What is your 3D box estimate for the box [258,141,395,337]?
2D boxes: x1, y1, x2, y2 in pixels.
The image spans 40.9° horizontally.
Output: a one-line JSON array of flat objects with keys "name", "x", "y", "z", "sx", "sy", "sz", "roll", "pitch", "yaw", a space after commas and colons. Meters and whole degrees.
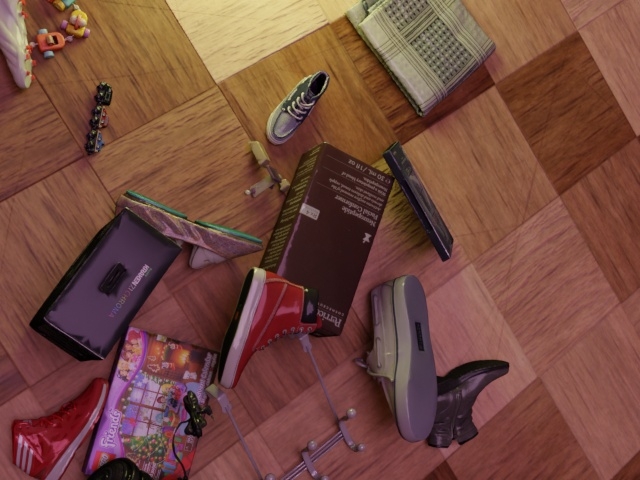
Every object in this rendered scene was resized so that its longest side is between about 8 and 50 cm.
[{"name": "box", "x": 0.000, "y": 0.000, "z": 1.860, "sx": 0.191, "sy": 0.143, "sz": 0.381, "roll": 25, "pitch": 75, "yaw": -18}]

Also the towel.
[{"name": "towel", "x": 0.253, "y": -0.515, "z": 2.093, "sx": 0.312, "sy": 0.056, "sz": 0.324, "roll": -43, "pitch": 99, "yaw": -23}]

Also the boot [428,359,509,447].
[{"name": "boot", "x": 0.341, "y": 0.379, "z": 1.997, "sx": 0.246, "sy": 0.083, "sz": 0.161, "roll": -16, "pitch": 96, "yaw": -19}]

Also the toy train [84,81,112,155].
[{"name": "toy train", "x": -0.452, "y": -0.248, "z": 1.757, "sx": 0.036, "sy": 0.027, "sz": 0.158, "roll": 16, "pitch": 75, "yaw": -32}]

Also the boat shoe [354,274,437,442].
[{"name": "boat shoe", "x": 0.153, "y": 0.264, "z": 1.890, "sx": 0.136, "sy": 0.156, "sz": 0.367, "roll": 19, "pitch": 61, "yaw": -49}]

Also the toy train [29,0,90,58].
[{"name": "toy train", "x": -0.535, "y": -0.458, "z": 1.739, "sx": 0.125, "sy": 0.046, "sz": 0.166, "roll": -11, "pitch": 87, "yaw": -25}]

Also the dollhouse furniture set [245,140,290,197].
[{"name": "dollhouse furniture set", "x": -0.137, "y": -0.151, "z": 1.892, "sx": 0.081, "sy": 0.091, "sz": 0.114, "roll": -32, "pitch": 69, "yaw": 15}]

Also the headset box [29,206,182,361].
[{"name": "headset box", "x": -0.401, "y": 0.089, "z": 1.588, "sx": 0.131, "sy": 0.283, "sz": 0.246, "roll": 38, "pitch": 70, "yaw": -15}]

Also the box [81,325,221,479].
[{"name": "box", "x": -0.332, "y": 0.337, "z": 1.705, "sx": 0.201, "sy": 0.057, "sz": 0.293, "roll": 19, "pitch": 75, "yaw": -20}]

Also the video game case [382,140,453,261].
[{"name": "video game case", "x": 0.227, "y": -0.094, "z": 1.960, "sx": 0.026, "sy": 0.196, "sz": 0.274, "roll": -30, "pitch": 95, "yaw": 15}]

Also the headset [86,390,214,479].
[{"name": "headset", "x": -0.326, "y": 0.476, "z": 1.608, "sx": 0.243, "sy": 0.185, "sz": 0.394, "roll": 27, "pitch": 105, "yaw": -25}]

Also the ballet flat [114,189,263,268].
[{"name": "ballet flat", "x": -0.276, "y": -0.004, "z": 1.769, "sx": 0.316, "sy": 0.107, "sz": 0.106, "roll": 21, "pitch": 90, "yaw": -14}]

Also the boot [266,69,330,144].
[{"name": "boot", "x": -0.051, "y": -0.300, "z": 1.908, "sx": 0.069, "sy": 0.086, "sz": 0.190, "roll": 35, "pitch": 70, "yaw": -15}]

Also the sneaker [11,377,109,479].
[{"name": "sneaker", "x": -0.500, "y": 0.339, "z": 1.616, "sx": 0.128, "sy": 0.087, "sz": 0.221, "roll": 33, "pitch": 69, "yaw": -18}]

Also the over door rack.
[{"name": "over door rack", "x": -0.058, "y": 0.376, "z": 1.766, "sx": 0.239, "sy": 0.108, "sz": 0.324, "roll": -34, "pitch": 109, "yaw": -25}]

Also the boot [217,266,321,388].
[{"name": "boot", "x": -0.094, "y": 0.194, "z": 1.694, "sx": 0.176, "sy": 0.088, "sz": 0.244, "roll": 21, "pitch": 87, "yaw": -19}]

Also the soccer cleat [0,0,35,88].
[{"name": "soccer cleat", "x": -0.612, "y": -0.392, "z": 1.691, "sx": 0.076, "sy": 0.068, "sz": 0.196, "roll": -9, "pitch": 88, "yaw": -5}]
